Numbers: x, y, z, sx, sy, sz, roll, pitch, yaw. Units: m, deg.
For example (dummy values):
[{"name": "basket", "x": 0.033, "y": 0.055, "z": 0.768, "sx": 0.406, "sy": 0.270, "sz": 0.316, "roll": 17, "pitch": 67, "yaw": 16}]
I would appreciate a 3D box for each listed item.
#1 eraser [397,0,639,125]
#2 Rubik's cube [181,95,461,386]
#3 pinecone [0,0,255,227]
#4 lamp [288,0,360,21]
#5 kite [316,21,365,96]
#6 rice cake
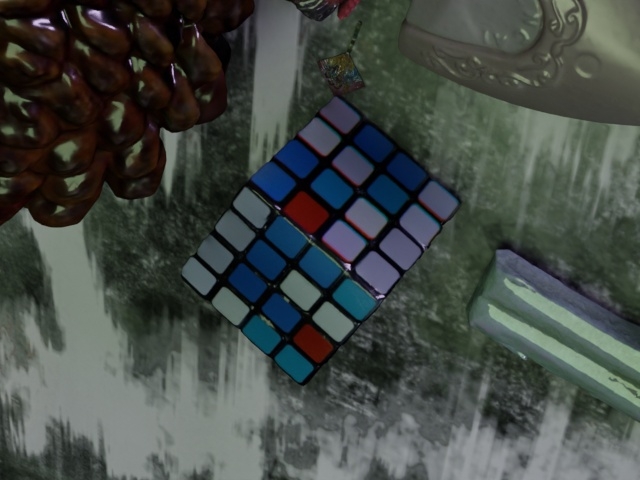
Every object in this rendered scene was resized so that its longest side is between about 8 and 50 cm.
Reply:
[{"name": "eraser", "x": 0.181, "y": -0.158, "z": 1.077, "sx": 0.243, "sy": 0.059, "sz": 0.204, "roll": 33, "pitch": 136, "yaw": 14}, {"name": "Rubik's cube", "x": 0.000, "y": 0.000, "z": 1.261, "sx": 0.151, "sy": 0.155, "sz": 0.154, "roll": 43, "pitch": 136, "yaw": 1}, {"name": "pinecone", "x": -0.246, "y": -0.203, "z": 1.129, "sx": 0.397, "sy": 0.398, "sz": 0.398, "roll": 19, "pitch": 132, "yaw": 22}, {"name": "lamp", "x": 0.037, "y": -0.271, "z": 1.052, "sx": 0.118, "sy": 0.118, "sz": 0.253, "roll": 42, "pitch": 138, "yaw": -1}, {"name": "kite", "x": 0.026, "y": -0.148, "z": 1.235, "sx": 0.044, "sy": 0.002, "sz": 0.078, "roll": 46, "pitch": 137, "yaw": -5}, {"name": "rice cake", "x": 0.232, "y": 0.092, "z": 1.255, "sx": 0.226, "sy": 0.040, "sz": 0.085, "roll": 30, "pitch": 135, "yaw": 11}]
